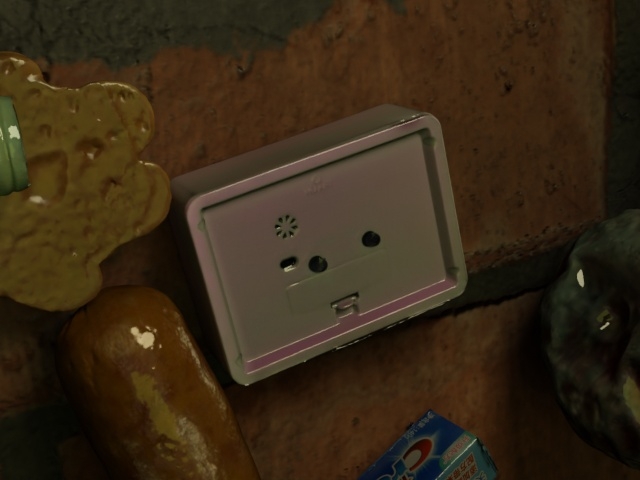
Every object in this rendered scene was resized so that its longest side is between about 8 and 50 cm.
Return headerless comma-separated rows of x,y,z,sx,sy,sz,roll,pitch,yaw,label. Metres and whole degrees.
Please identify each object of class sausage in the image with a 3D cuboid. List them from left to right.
-0.102,0.157,0.778,0.109,0.109,0.270,-27,113,-16,sausage

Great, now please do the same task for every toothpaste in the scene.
0.021,0.247,0.866,0.272,0.066,0.053,-40,122,-18,toothpaste

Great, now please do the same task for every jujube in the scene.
0.335,0.080,0.910,0.317,0.226,0.226,5,103,-32,jujube

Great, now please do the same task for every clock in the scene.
0.000,0.000,0.799,0.197,0.063,0.150,-22,114,-18,clock

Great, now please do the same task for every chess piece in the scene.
-0.246,-0.045,0.631,0.149,0.059,0.059,-10,110,-14,chess piece

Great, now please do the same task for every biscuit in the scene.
-0.237,-0.019,0.690,0.288,0.044,0.202,-24,112,-19,biscuit
